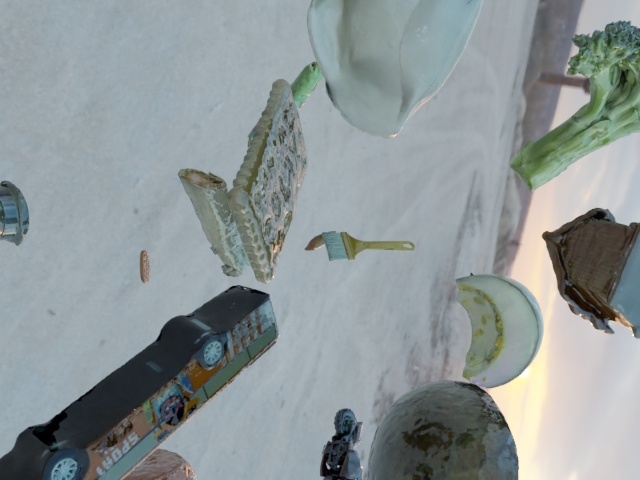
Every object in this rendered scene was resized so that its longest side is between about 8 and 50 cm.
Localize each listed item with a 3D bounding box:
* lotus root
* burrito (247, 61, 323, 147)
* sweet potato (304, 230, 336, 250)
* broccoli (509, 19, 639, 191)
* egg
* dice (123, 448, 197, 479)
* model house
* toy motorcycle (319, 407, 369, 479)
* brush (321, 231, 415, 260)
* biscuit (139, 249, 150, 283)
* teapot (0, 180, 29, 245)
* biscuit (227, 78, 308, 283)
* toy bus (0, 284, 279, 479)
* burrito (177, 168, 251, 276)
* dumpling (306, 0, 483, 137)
[{"bbox_3d":[0.165,0.319,0.903,0.314,0.142,0.210,-87,-158,-74],"label":"lotus root"},{"bbox_3d":[-0.091,-0.350,1.584,0.288,0.104,0.054,-47,130,11],"label":"burrito"},{"bbox_3d":[0.000,0.000,1.620,0.095,0.034,0.034,-33,155,-3],"label":"sweet potato"},{"bbox_3d":[0.640,-0.267,1.375,0.275,0.353,0.397,-78,-177,-58],"label":"broccoli"},{"bbox_3d":[0.438,0.200,1.501,0.162,0.206,0.271,-2,78,-58],"label":"egg"},{"bbox_3d":[-0.292,0.416,0.925,0.175,0.174,0.179,12,78,-73],"label":"dice"},{"bbox_3d":[0.583,0.063,1.277,0.199,0.229,0.219,31,91,-28],"label":"model house"},{"bbox_3d":[0.058,0.469,1.328,0.122,0.082,0.213,52,39,-37],"label":"toy motorcycle"},{"bbox_3d":[0.109,0.012,1.341,0.083,0.205,0.011,-105,-159,-45],"label":"brush"},{"bbox_3d":[-0.469,0.071,1.683,0.078,0.015,0.091,96,-10,-79],"label":"biscuit"},{"bbox_3d":[-0.505,-0.052,0.910,0.119,0.130,0.165,-12,82,-52],"label":"teapot"},{"bbox_3d":[-0.077,-0.108,1.086,0.217,0.044,0.325,75,22,-44],"label":"biscuit"},{"bbox_3d":[-0.215,0.194,0.762,0.409,0.093,0.092,-38,127,-36],"label":"toy bus"},{"bbox_3d":[-0.185,-0.032,1.153,0.060,0.087,0.226,-50,133,-44],"label":"burrito"},{"bbox_3d":[0.115,-0.362,1.014,0.341,0.260,0.181,-58,-174,34],"label":"dumpling"}]
